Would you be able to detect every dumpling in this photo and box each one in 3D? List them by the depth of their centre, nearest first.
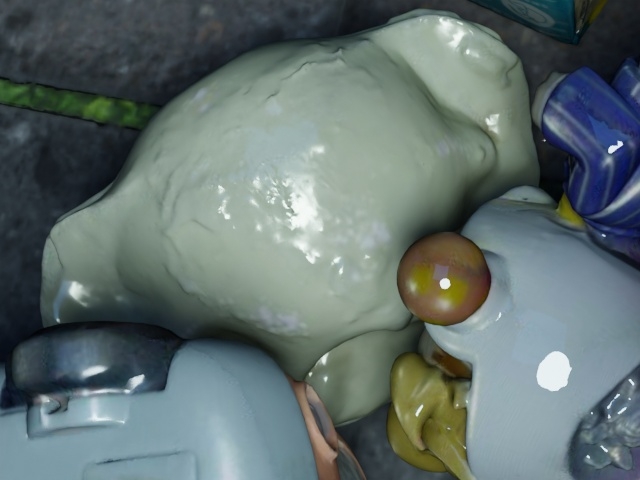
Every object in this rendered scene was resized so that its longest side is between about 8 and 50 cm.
[{"bbox_3d":[0.000,0.000,0.760,0.258,0.147,0.193,-37,102,-5],"label":"dumpling"}]

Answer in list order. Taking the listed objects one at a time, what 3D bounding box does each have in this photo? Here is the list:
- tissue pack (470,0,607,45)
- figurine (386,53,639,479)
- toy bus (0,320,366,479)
[{"bbox_3d":[0.036,-0.225,0.777,0.271,0.192,0.134,29,84,17],"label":"tissue pack"},{"bbox_3d":[0.133,-0.001,0.691,0.133,0.194,0.274,34,89,30],"label":"figurine"},{"bbox_3d":[-0.095,0.155,0.670,0.288,0.232,0.194,-12,70,26],"label":"toy bus"}]
